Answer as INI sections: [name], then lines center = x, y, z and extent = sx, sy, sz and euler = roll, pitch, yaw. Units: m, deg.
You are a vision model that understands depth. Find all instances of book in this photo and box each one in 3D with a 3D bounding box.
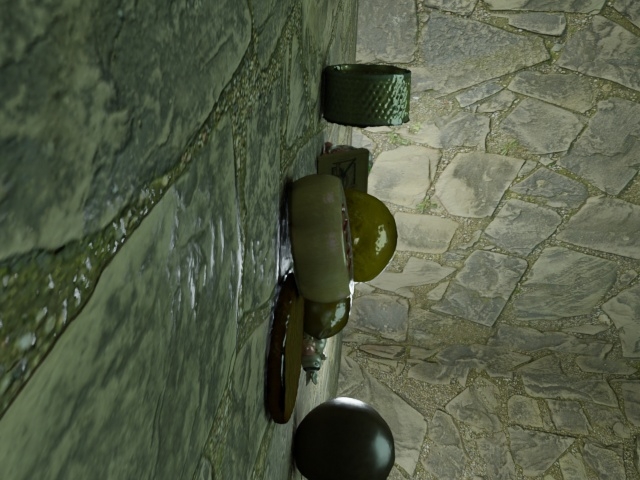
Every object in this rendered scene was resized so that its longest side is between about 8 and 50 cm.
[book]
center = 0.064, -0.161, 1.841
extent = 0.026, 0.161, 0.231
euler = -114, -163, -46

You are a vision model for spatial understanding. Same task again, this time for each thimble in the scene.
[thimble]
center = 0.138, -0.433, 1.829
extent = 0.271, 0.270, 0.150
euler = -73, 166, -67

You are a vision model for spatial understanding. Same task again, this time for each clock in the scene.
[clock]
center = 0.083, -0.238, 1.929
extent = 0.166, 0.162, 0.093
euler = -75, 171, -62

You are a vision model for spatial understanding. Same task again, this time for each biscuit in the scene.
[biscuit]
center = -0.070, 0.224, 1.306
extent = 0.318, 0.040, 0.318
euler = 5, 90, -84

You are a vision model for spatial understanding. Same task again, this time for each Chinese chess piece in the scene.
[Chinese chess piece]
center = 0.002, -0.004, 1.291
extent = 0.270, 0.112, 0.270
euler = -6, 90, -84

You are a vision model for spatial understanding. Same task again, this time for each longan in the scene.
[longan]
center = 0.069, 0.596, 1.786
extent = 0.297, 0.296, 0.298
euler = 4, 90, -85

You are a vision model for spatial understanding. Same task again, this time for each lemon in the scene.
[lemon]
center = 0.081, -0.010, 1.638
extent = 0.284, 0.260, 0.261
euler = -36, 133, -60

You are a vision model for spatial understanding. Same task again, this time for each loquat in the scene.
[loquat]
center = 0.006, 0.166, 1.519
extent = 0.195, 0.151, 0.152
euler = -96, -174, -56

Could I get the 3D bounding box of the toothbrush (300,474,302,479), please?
[toothbrush]
center = -0.062, 0.780, 2.037
extent = 0.008, 0.006, 0.097
euler = 110, -13, -75

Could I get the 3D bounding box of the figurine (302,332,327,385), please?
[figurine]
center = -0.036, 0.312, 1.689
extent = 0.098, 0.081, 0.146
euler = 41, 41, -25
